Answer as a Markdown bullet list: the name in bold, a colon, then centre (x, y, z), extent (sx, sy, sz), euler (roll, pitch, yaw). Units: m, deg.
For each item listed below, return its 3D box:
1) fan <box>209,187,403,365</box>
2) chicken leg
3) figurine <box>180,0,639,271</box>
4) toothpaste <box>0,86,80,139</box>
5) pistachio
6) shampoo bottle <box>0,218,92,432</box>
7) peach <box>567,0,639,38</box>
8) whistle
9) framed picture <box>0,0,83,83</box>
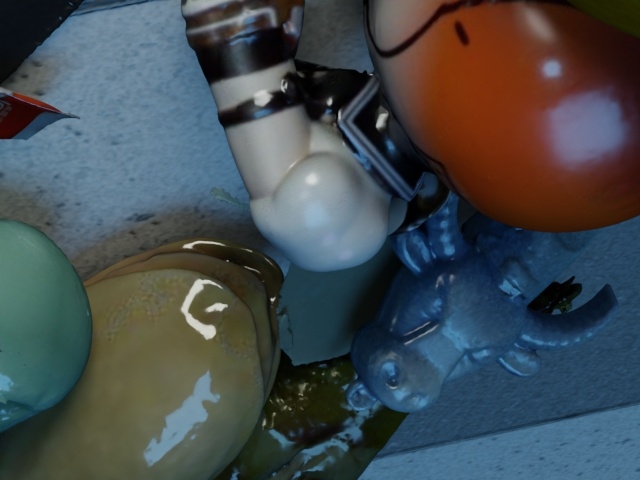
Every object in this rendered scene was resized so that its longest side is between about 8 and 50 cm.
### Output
- **fan**: centre (-0.001, -0.001, 1.329), extent (0.182, 0.010, 0.310), euler (-55, 150, 4)
- **chicken leg**: centre (0.019, 0.122, 1.541), extent (0.429, 0.153, 0.201), euler (-33, 158, 16)
- **figurine**: centre (0.107, -0.094, 1.135), extent (0.323, 0.196, 0.320), euler (-19, 142, 24)
- **toothpaste**: centre (-0.286, -0.087, 1.109), extent (0.301, 0.048, 0.075), euler (6, 141, -36)
- **pistachio**: centre (-0.143, 0.113, 1.415), extent (0.181, 0.162, 0.293), euler (46, 123, -8)
- **shampoo bottle**: centre (-0.312, 0.102, 1.331), extent (0.349, 0.151, 0.222), euler (-29, 141, 22)
- **peach**: centre (0.193, -0.230, 0.845), extent (0.372, 0.290, 0.373), euler (-13, 149, -8)
- **whistle**: centre (0.120, 0.030, 1.402), extent (0.269, 0.093, 0.180), euler (-43, 113, 4)
- **framed picture**: centre (-0.279, -0.158, 1.044), extent (0.324, 0.013, 0.244), euler (16, 138, -41)
